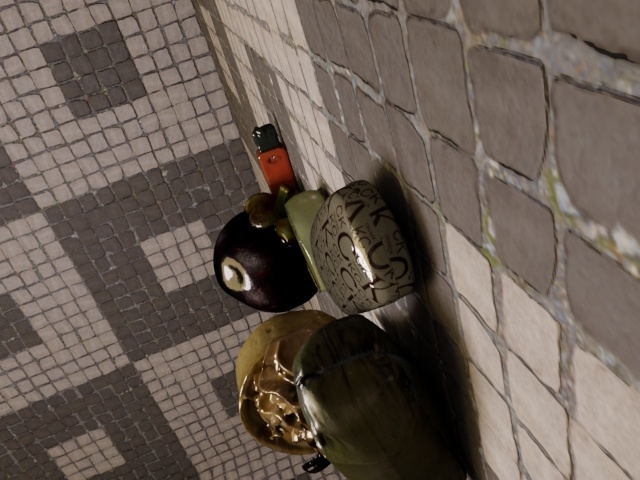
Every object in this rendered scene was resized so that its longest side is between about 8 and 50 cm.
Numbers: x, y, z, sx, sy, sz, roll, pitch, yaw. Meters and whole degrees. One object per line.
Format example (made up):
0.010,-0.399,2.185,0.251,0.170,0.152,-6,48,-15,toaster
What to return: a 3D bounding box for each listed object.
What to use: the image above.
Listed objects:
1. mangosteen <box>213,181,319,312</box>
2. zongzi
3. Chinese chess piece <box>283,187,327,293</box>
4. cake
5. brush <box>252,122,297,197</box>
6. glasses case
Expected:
-0.108,0.012,1.343,0.275,0.274,0.303,-124,46,-62,mangosteen
0.047,0.158,0.801,0.361,0.159,0.323,-109,-6,-51,zongzi
0.000,0.000,1.052,0.188,0.083,0.189,156,90,-85,Chinese chess piece
-0.019,0.352,1.266,0.321,0.332,0.333,-126,15,-67,cake
-0.091,-0.135,1.394,0.051,0.070,0.323,-117,6,-49,brush
0.043,0.023,0.735,0.355,0.085,0.137,116,129,-80,glasses case
